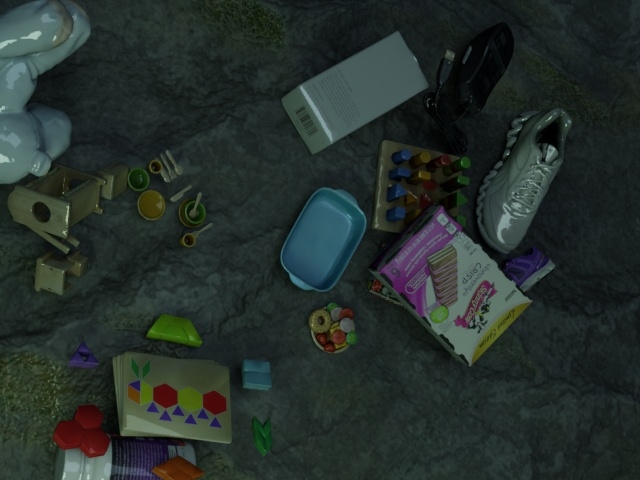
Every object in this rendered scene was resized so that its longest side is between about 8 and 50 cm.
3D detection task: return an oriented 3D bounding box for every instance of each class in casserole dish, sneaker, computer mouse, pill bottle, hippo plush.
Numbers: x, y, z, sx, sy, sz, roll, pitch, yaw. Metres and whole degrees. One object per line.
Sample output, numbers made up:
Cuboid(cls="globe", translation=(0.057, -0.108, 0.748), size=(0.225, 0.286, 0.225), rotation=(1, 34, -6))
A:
Cuboid(cls="casserole dish", translation=(0.000, 0.000, 1.946), size=(0.114, 0.037, 0.188), rotation=(34, 70, -15))
Cuboid(cls="sneaker", translation=(0.368, -0.114, 2.085), size=(0.110, 0.118, 0.292), rotation=(27, 73, -19))
Cuboid(cls="computer mouse", translation=(0.252, -0.301, 2.065), size=(0.262, 0.060, 0.184), rotation=(-63, 144, -14))
Cuboid(cls="sneaker", translation=(0.342, 0.070, 2.080), size=(0.170, 0.068, 0.071), rotation=(-34, 77, -31))
Cuboid(cls="pill bottle", translation=(-0.290, 0.341, 1.719), size=(0.194, 0.108, 0.108), rotation=(10, 77, -22))
Cuboid(cls="hippo plush", translation=(-0.432, -0.208, 1.672), size=(0.294, 0.234, 0.236), rotation=(-38, 114, -66))

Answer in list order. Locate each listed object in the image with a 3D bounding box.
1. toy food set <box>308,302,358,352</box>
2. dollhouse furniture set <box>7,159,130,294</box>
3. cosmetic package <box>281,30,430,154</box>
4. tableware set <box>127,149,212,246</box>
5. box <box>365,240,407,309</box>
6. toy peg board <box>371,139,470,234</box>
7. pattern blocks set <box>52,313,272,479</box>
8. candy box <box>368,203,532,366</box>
Cuboid(cls="toy food set", translation=(0.022, 0.146, 1.938), size=(0.083, 0.020, 0.083), rotation=(-19, 88, -25))
Cuboid(cls="dollhouse furniture set", translation=(-0.388, -0.030, 1.780), size=(0.101, 0.160, 0.182), rotation=(18, 26, 14))
Cuboid(cls="cosmetic package", translation=(0.061, -0.254, 1.992), size=(0.231, 0.085, 0.117), rotation=(-31, 94, -27))
Cuboid(cls="tableware set", translation=(-0.237, -0.061, 1.842), size=(0.104, 0.024, 0.154), rotation=(-37, 106, -30))
Cuboid(cls="box", translation=(0.153, 0.070, 2.005), size=(0.137, 0.027, 0.093), rotation=(23, 73, -19))
Cuboid(cls="toy peg board", translation=(0.184, -0.089, 2.019), size=(0.161, 0.079, 0.161), rotation=(11, 76, -22))
Cuboid(cls="pattern blocks set", translation=(-0.224, 0.237, 1.750), size=(0.325, 0.026, 0.285), rotation=(18, 48, -16))
Cuboid(cls="candy box", translation=(0.219, 0.075, 1.958), size=(0.233, 0.071, 0.159), rotation=(45, 85, -12))
